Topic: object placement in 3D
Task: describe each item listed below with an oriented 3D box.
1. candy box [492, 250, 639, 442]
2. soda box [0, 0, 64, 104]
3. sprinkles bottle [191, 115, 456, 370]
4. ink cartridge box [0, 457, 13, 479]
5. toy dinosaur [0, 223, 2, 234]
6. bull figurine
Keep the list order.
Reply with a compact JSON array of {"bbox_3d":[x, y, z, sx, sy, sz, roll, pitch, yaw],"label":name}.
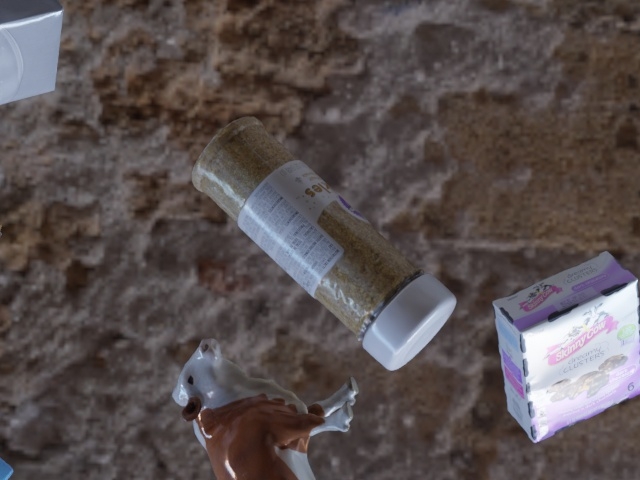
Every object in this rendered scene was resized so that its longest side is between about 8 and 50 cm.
[{"bbox_3d":[0.309,0.133,1.409,0.165,0.196,0.070,-23,-142,-10],"label":"candy box"},{"bbox_3d":[-0.338,-0.136,0.827,0.286,0.098,0.091,-22,152,-32],"label":"soda box"},{"bbox_3d":[0.000,0.000,1.401,0.355,0.121,0.121,42,180,15],"label":"sprinkles bottle"},{"bbox_3d":[-0.302,0.194,0.786,0.092,0.143,0.090,42,137,-4],"label":"ink cartridge box"},{"bbox_3d":[-0.454,-0.021,1.298,0.112,0.064,0.211,-22,172,20],"label":"toy dinosaur"},{"bbox_3d":[-0.040,0.242,1.206,0.188,0.310,0.101,-18,170,11],"label":"bull figurine"}]
